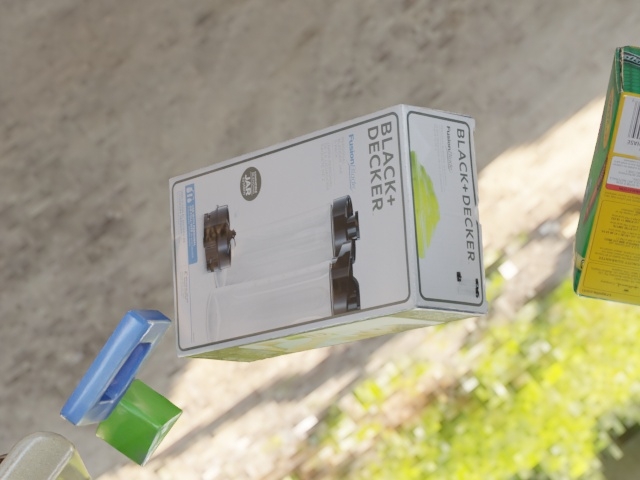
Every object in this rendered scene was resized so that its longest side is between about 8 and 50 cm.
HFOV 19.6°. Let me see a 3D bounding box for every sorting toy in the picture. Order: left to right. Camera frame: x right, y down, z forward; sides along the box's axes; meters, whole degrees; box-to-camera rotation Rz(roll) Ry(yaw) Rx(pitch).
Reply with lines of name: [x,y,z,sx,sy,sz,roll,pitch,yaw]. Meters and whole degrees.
sorting toy: [-0.164,0.188,0.908,0.348,0.047,0.196,-54,172,-12]

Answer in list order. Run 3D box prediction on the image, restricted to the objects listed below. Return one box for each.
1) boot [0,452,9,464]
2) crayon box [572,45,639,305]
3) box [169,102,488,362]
boot: [-0.225,0.248,1.572,0.106,0.082,0.219,-61,147,-55]
crayon box: [0.327,-0.026,1.290,0.081,0.278,0.165,-76,175,-58]
box: [0.000,0.000,1.551,0.087,0.169,0.290,8,165,-44]
